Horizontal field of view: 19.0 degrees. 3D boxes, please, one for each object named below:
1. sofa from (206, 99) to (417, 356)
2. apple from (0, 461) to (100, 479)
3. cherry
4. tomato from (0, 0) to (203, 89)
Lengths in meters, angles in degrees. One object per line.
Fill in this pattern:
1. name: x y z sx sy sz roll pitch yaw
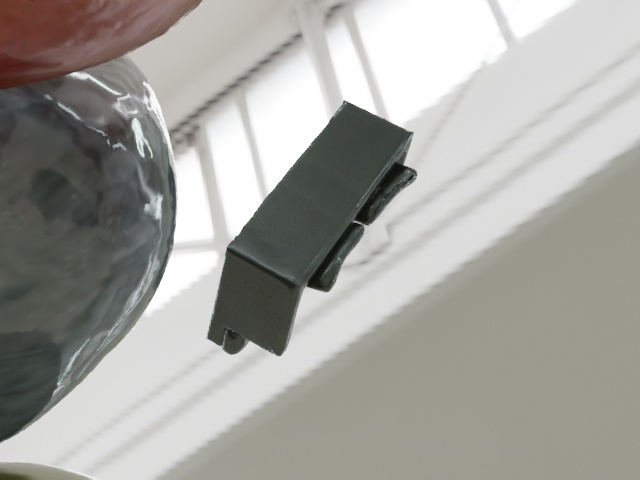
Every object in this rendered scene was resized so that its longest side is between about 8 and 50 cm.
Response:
1. sofa: 0.000 0.000 1.075 0.060 0.147 0.085 28 -42 10
2. apple: -0.146 0.231 0.872 0.262 0.262 0.262 -4 -56 -6
3. cherry: -0.192 -0.026 0.854 0.255 0.218 0.296 30 -67 -5
4. tomato: -0.093 -0.149 0.548 0.180 0.260 0.260 23 -62 -13
